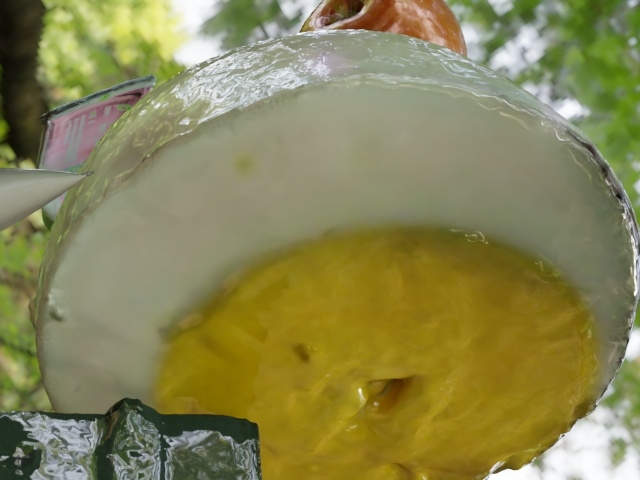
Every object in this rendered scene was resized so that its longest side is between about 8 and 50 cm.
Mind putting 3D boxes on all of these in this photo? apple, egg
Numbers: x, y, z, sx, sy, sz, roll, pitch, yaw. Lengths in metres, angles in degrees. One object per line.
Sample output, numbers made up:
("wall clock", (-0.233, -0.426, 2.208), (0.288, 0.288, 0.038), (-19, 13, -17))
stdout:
("apple", (0.051, -0.168, 1.499), (0.163, 0.163, 0.139), (41, -7, 47))
("egg", (0.000, 0.000, 0.917), (0.201, 0.337, 0.337), (-101, 170, -51))

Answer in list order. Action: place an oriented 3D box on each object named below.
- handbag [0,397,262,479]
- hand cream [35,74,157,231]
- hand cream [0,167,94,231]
("handbag", (-0.145, 0.194, 0.779), (0.079, 0.247, 0.260), (110, -20, -57))
("hand cream", (-0.186, -0.062, 1.278), (0.050, 0.079, 0.275), (39, -22, 1))
("hand cream", (-0.171, -0.007, 0.680), (0.186, 0.087, 0.054), (-28, 104, -69))
